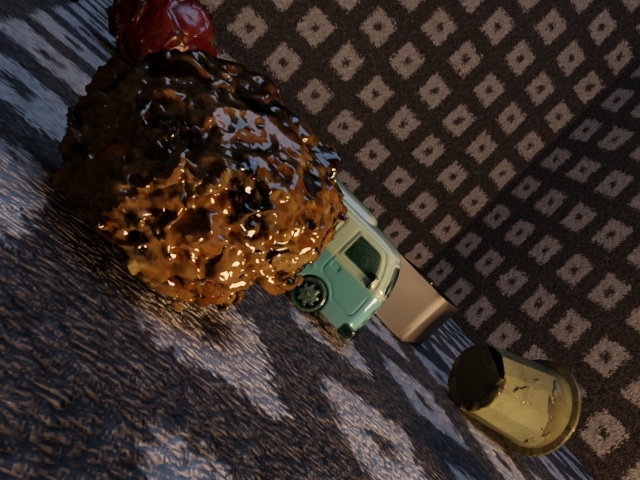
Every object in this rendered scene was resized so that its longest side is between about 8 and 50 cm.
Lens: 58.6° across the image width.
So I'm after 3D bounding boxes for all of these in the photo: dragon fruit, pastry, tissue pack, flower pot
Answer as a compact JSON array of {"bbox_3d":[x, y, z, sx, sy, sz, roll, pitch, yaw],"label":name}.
[{"bbox_3d":[-0.367,-0.500,1.395,0.299,0.244,0.244,9,32,-48],"label":"dragon fruit"},{"bbox_3d":[-0.108,-0.048,0.531,0.275,0.193,0.274,32,36,-27],"label":"pastry"},{"bbox_3d":[0.214,0.145,1.365,0.159,0.136,0.246,48,8,22],"label":"tissue pack"},{"bbox_3d":[0.390,0.312,1.177,0.203,0.212,0.212,31,12,-28],"label":"flower pot"}]

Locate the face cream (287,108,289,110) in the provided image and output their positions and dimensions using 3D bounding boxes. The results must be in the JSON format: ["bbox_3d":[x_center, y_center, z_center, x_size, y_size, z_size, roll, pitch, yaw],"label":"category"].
[{"bbox_3d":[-0.099,-0.223,1.496,0.175,0.195,0.175,42,6,-5],"label":"face cream"}]

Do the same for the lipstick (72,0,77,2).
[{"bbox_3d":[-0.702,-0.687,1.477,0.176,0.027,0.027,44,7,-16],"label":"lipstick"}]

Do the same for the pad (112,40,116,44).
[{"bbox_3d":[-0.500,-0.499,1.615,0.158,0.003,0.235,43,7,-15],"label":"pad"}]

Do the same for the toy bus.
[{"bbox_3d":[0.000,0.000,0.839,0.271,0.165,0.133,45,6,7],"label":"toy bus"}]
